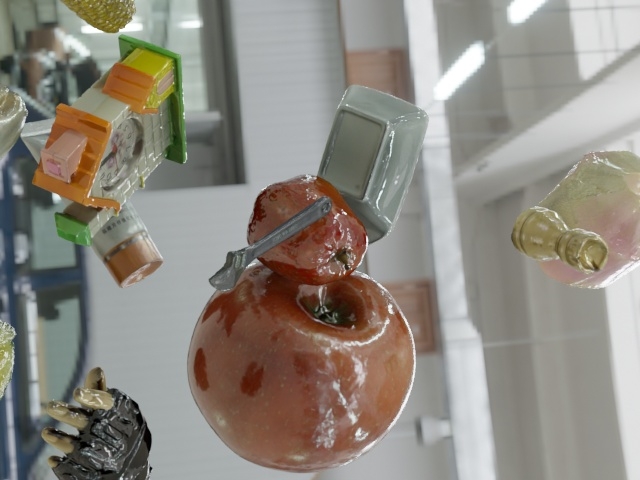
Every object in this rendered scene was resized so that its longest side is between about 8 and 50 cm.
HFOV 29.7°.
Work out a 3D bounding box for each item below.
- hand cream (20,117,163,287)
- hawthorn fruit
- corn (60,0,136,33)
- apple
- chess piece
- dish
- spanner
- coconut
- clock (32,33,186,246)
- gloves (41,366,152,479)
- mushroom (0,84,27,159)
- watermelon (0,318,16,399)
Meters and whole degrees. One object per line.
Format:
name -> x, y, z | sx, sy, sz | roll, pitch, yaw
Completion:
hand cream -> -0.374, -0.073, 1.976 | 0.089, 0.139, 0.314 | -38, -103, 38
hawthorn fruit -> 0.000, 0.000, 1.676 | 0.203, 0.162, 0.163 | 35, -42, 33
corn -> -0.337, -0.378, 1.609 | 0.310, 0.101, 0.101 | 62, 16, -62
apple -> -0.027, 0.180, 1.804 | 0.348, 0.348, 0.277 | -106, -151, -48
chess piece -> 0.287, 0.003, 1.428 | 0.122, 0.066, 0.066 | 29, -56, 60
dish -> 0.055, -0.105, 1.789 | 0.154, 0.064, 0.234 | 24, -75, 31
spanner -> -0.062, 0.003, 1.545 | 0.012, 0.208, 0.046 | 27, -40, 41
coconut -> 0.512, -0.048, 2.181 | 0.245, 0.233, 0.233 | -45, -132, 52
clock -> -0.313, -0.140, 1.807 | 0.255, 0.106, 0.220 | -55, 158, -39
gloves -> -0.269, 0.247, 1.475 | 0.203, 0.124, 0.164 | 93, -6, -54
mushroom -> -0.562, -0.130, 1.734 | 0.095, 0.351, 0.123 | -28, -87, 44
watermelon -> -0.656, 0.230, 1.975 | 0.331, 0.189, 0.331 | -54, 173, -10
